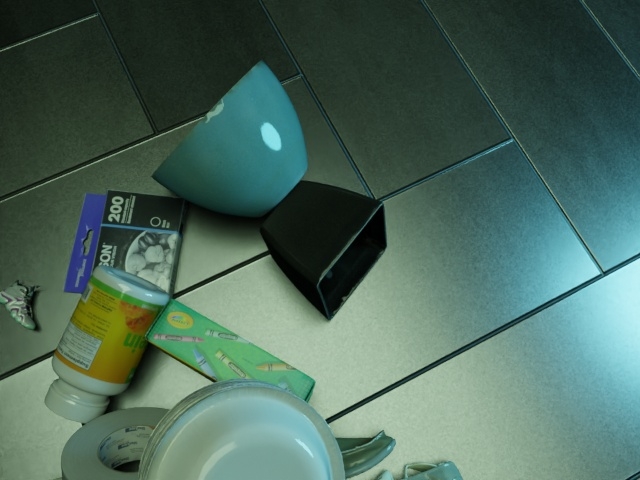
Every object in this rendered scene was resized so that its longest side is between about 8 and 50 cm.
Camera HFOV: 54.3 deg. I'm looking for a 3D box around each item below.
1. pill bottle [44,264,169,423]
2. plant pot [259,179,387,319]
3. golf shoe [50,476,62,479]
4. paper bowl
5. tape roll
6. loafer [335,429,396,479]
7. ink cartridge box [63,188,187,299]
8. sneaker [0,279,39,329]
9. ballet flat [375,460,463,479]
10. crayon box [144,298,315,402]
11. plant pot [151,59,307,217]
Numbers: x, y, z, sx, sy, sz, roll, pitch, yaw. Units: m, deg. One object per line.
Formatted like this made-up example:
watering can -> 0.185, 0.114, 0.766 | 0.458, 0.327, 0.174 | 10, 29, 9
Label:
pill bottle -> -0.371, 0.178, 1.070 | 0.136, 0.136, 0.245 | 25, 88, 6
plant pot -> 0.000, 0.000, 1.144 | 0.167, 0.187, 0.188 | 34, 74, 21
golf shoe -> -0.372, 0.443, 0.988 | 0.306, 0.140, 0.115 | -8, 91, -4
paper bowl -> -0.101, 0.341, 0.859 | 0.284, 0.148, 0.284 | 2, 83, -20
tape roll -> -0.291, 0.357, 0.988 | 0.219, 0.219, 0.072 | 5, 110, -1
loafer -> 0.005, 0.370, 1.058 | 0.251, 0.094, 0.087 | -19, 71, -6
ink cartridge box -> -0.373, 0.007, 1.189 | 0.208, 0.045, 0.206 | 5, 73, 0
sneaker -> -0.541, 0.112, 1.150 | 0.098, 0.038, 0.069 | 42, 76, 10
ballet flat -> 0.138, 0.424, 1.070 | 0.213, 0.072, 0.068 | -9, 45, -6
crayon box -> -0.146, 0.214, 1.066 | 0.278, 0.165, 0.081 | 29, 73, 7
plant pot -> -0.139, -0.156, 1.153 | 0.195, 0.290, 0.290 | 44, 74, -13
